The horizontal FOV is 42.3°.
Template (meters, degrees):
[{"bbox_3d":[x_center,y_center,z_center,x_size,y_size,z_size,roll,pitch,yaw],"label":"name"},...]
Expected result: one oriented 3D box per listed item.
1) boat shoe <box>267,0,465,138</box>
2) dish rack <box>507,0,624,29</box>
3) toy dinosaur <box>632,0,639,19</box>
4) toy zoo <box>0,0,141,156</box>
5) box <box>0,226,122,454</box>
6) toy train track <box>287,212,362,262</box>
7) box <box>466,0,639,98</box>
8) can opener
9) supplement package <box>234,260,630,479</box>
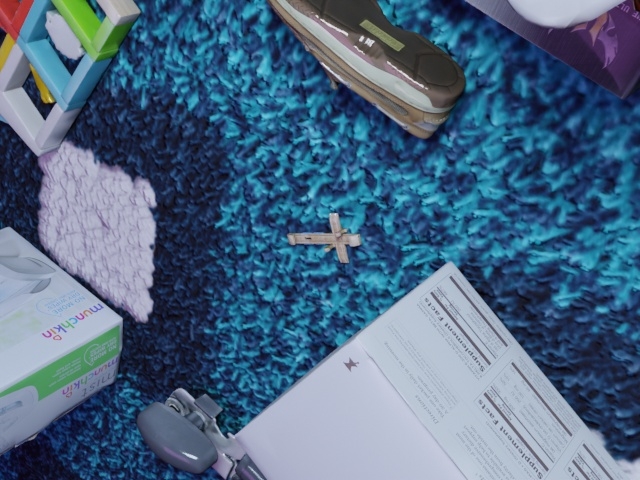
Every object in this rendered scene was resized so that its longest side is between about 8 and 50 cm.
[{"bbox_3d":[0.019,-0.145,0.631,0.190,0.068,0.072,44,144,14],"label":"boat shoe"},{"bbox_3d":[0.165,-0.272,0.304,0.285,0.072,0.333,-24,70,59],"label":"dish rack"},{"bbox_3d":[0.310,-0.076,0.391,0.321,0.164,0.218,19,150,-13],"label":"toy dinosaur"},{"bbox_3d":[-0.315,-0.223,0.890,0.192,0.030,0.293,55,134,4],"label":"toy zoo"},{"bbox_3d":[-0.417,0.133,0.999,0.231,0.262,0.127,34,129,23],"label":"box"},{"bbox_3d":[0.000,0.000,0.753,0.083,0.014,0.048,1,112,40],"label":"toy train track"},{"bbox_3d":[0.139,-0.225,0.491,0.231,0.056,0.183,39,131,18],"label":"box"},{"bbox_3d":[-0.087,0.277,0.912,0.283,0.095,0.076,40,132,18],"label":"can opener"},{"bbox_3d":[0.095,0.193,0.683,0.262,0.145,0.204,52,134,7],"label":"supplement package"}]
